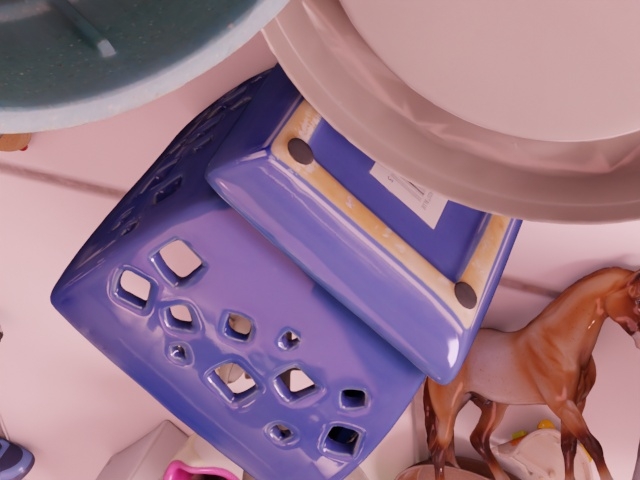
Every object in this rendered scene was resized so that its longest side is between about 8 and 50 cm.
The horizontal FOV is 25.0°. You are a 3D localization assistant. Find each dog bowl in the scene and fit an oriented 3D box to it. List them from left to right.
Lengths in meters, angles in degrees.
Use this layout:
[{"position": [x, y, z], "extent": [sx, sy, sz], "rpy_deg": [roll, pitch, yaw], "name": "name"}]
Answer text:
[{"position": [0.126, -0.177, 0.789], "extent": [0.349, 0.102, 0.349], "rpy_deg": [14, 132, 16], "name": "dog bowl"}]

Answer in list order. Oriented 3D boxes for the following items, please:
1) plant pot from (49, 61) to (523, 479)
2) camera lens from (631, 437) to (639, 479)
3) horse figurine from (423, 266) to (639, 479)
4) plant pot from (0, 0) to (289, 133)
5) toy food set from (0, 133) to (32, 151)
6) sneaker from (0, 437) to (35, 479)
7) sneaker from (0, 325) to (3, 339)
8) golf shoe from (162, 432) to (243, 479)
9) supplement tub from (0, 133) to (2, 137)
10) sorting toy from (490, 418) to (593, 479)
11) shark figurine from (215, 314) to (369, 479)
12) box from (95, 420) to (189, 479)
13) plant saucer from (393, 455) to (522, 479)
[{"position": [0.000, 0.000, 0.979], "extent": [0.236, 0.236, 0.212], "rpy_deg": [41, 132, -10], "name": "plant pot"}, {"position": [0.306, 0.202, 0.935], "extent": [0.219, 0.274, 0.219], "rpy_deg": [13, 136, 12], "name": "camera lens"}, {"position": [0.148, 0.122, 1.092], "extent": [0.263, 0.066, 0.174], "rpy_deg": [-16, 80, 54], "name": "horse figurine"}, {"position": [-0.191, -0.273, 0.694], "extent": [0.334, 0.341, 0.341], "rpy_deg": [39, 152, 42], "name": "plant pot"}, {"position": [-0.271, -0.106, 1.192], "extent": [0.082, 0.020, 0.083], "rpy_deg": [40, 139, -11], "name": "toy food set"}, {"position": [-0.378, 0.226, 1.570], "extent": [0.144, 0.053, 0.059], "rpy_deg": [10, 133, 22], "name": "sneaker"}, {"position": [-0.394, 0.053, 1.395], "extent": [0.190, 0.071, 0.083], "rpy_deg": [22, 133, 11], "name": "sneaker"}, {"position": [-0.028, 0.290, 1.267], "extent": [0.306, 0.140, 0.115], "rpy_deg": [52, 124, 17], "name": "golf shoe"}, {"position": [-0.335, -0.117, 0.984], "extent": [0.235, 0.325, 0.235], "rpy_deg": [17, 138, 17], "name": "supplement tub"}, {"position": [0.176, 0.182, 1.193], "extent": [0.083, 0.045, 0.075], "rpy_deg": [35, 152, -17], "name": "sorting toy"}, {"position": [-0.027, 0.084, 1.151], "extent": [0.116, 0.278, 0.166], "rpy_deg": [-3, 107, -16], "name": "shark figurine"}, {"position": [-0.141, 0.283, 1.450], "extent": [0.170, 0.091, 0.130], "rpy_deg": [41, 139, -11], "name": "box"}, {"position": [0.144, 0.241, 1.269], "extent": [0.168, 0.029, 0.168], "rpy_deg": [22, 145, 16], "name": "plant saucer"}]
